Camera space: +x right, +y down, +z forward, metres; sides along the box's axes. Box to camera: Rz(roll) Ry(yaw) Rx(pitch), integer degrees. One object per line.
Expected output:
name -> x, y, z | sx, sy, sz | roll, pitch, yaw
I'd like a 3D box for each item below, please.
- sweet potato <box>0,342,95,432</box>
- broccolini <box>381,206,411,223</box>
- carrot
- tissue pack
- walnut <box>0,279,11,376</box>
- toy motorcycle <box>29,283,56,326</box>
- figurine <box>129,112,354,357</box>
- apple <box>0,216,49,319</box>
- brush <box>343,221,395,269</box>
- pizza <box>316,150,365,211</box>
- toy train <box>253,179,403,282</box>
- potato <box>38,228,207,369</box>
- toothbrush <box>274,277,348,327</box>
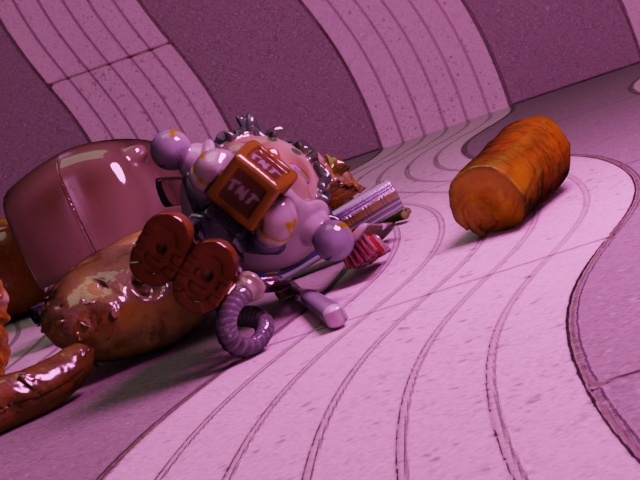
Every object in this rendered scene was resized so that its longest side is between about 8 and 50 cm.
sweet potato -> -0.360, 0.178, 1.395 | 0.273, 0.075, 0.075 | -20, 6, -30
broccolini -> 0.011, -0.016, 2.024 | 0.271, 0.062, 0.123 | -14, 14, 26
carrot -> 0.255, -0.087, 1.686 | 0.114, 0.114, 0.302 | -15, 11, 27
tissue pack -> -0.377, -0.051, 2.378 | 0.277, 0.267, 0.387 | -23, -2, 13
walnut -> -0.557, 0.098, 1.763 | 0.244, 0.269, 0.222 | -25, -6, -9
toy motorcycle -> -0.301, 0.073, 1.995 | 0.298, 0.089, 0.171 | -19, 5, 1
figurine -> -0.094, -0.039, 1.483 | 0.186, 0.261, 0.382 | -46, 0, 19
apple -> -0.623, 0.053, 2.578 | 0.252, 0.206, 0.272 | -10, 4, -32
brush -> 0.067, 0.005, 1.712 | 0.060, 0.050, 0.321 | -35, -4, 9
pizza -> -0.088, -0.054, 2.113 | 0.435, 0.080, 0.392 | -25, -5, -19
toy train -> 0.000, 0.000, 1.798 | 0.252, 0.055, 0.048 | -32, 5, -11
potato -> -0.226, 0.070, 1.610 | 0.192, 0.141, 0.296 | 7, 21, 36
toothbrush -> -0.014, 0.070, 1.497 | 0.030, 0.025, 0.342 | -27, 8, -9
